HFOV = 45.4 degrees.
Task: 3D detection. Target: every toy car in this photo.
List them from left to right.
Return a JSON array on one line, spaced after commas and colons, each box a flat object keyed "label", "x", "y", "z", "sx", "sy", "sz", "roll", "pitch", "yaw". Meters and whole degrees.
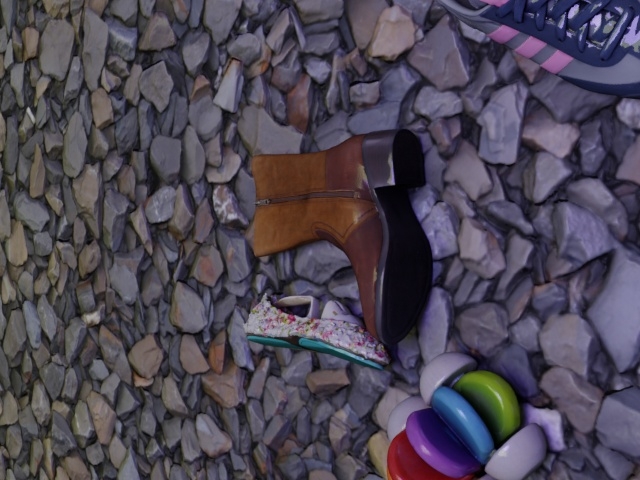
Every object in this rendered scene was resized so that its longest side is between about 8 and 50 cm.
[{"label": "toy car", "x": 0.139, "y": 0.223, "z": 0.841, "sx": 0.159, "sy": 0.136, "sz": 0.182, "roll": 49, "pitch": 122, "yaw": 30}]

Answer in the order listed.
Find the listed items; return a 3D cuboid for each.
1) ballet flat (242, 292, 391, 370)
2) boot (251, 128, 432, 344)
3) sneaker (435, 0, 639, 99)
[{"label": "ballet flat", "x": -0.008, "y": 0.112, "z": 1.013, "sx": 0.241, "sy": 0.091, "sz": 0.077, "roll": 6, "pitch": 72, "yaw": 39}, {"label": "boot", "x": 0.000, "y": 0.000, "z": 0.987, "sx": 0.281, "sy": 0.096, "sz": 0.264, "roll": -7, "pitch": 88, "yaw": 44}, {"label": "sneaker", "x": 0.214, "y": -0.226, "z": 0.751, "sx": 0.319, "sy": 0.131, "sz": 0.112, "roll": 35, "pitch": 115, "yaw": 36}]
